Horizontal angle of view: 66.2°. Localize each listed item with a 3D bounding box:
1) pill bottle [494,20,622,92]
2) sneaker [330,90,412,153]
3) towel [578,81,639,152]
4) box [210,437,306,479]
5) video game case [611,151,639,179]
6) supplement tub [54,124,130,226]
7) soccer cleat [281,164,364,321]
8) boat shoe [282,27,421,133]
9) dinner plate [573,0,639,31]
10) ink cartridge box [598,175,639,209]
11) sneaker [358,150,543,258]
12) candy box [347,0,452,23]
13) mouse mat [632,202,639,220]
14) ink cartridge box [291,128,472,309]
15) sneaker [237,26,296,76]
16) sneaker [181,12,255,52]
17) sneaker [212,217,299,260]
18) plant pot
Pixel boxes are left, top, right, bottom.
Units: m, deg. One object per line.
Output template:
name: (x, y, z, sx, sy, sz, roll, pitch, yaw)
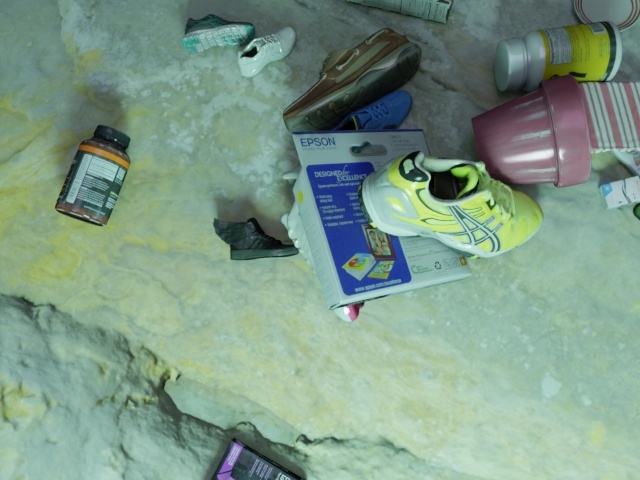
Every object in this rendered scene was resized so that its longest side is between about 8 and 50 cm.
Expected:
pill bottle: (0.464, -0.360, 0.977, 0.208, 0.119, 0.119, -6, 78, 4)
sneaker: (0.104, -0.244, 1.003, 0.209, 0.082, 0.069, -34, 82, -4)
towel: (0.581, -0.239, 0.956, 0.196, 0.029, 0.144, -4, 78, -10)
box: (-0.121, 0.459, 0.905, 0.162, 0.029, 0.116, 26, 82, 8)
video game case: (0.653, -0.215, 0.981, 0.157, 0.019, 0.143, -35, 77, -2)
supplement tub: (-0.463, -0.136, 1.021, 0.105, 0.106, 0.198, 15, 79, 8)
soccer cleat: (0.000, 0.000, 0.957, 0.143, 0.116, 0.332, -11, 72, 12)
boat shoe: (0.053, -0.328, 1.015, 0.324, 0.123, 0.116, -33, 74, -12)
dinner plate: (0.610, -0.501, 1.046, 0.141, 0.017, 0.141, -1, 79, 5)
ink cartridge box: (0.590, -0.093, 0.947, 0.083, 0.028, 0.048, -15, 78, 15)
sneaker: (0.261, -0.060, 0.858, 0.384, 0.147, 0.145, 5, 69, -26)
candy box: (0.188, -0.585, 1.073, 0.233, 0.071, 0.159, 17, 80, 8)
mouse mat: (0.722, -0.036, 0.945, 0.152, 0.007, 0.190, -40, 79, -4)
ink cartridge box: (0.107, -0.052, 0.900, 0.303, 0.072, 0.308, -8, 72, -30)
sneaker: (-0.116, -0.419, 1.071, 0.152, 0.061, 0.054, -38, 76, -5)
sneaker: (-0.228, -0.475, 1.093, 0.166, 0.065, 0.076, -5, 74, 2)
sneaker: (-0.130, -0.007, 0.991, 0.170, 0.051, 0.089, -5, 82, 7)
plant pot: (0.386, -0.187, 0.921, 0.180, 0.201, 0.202, -10, 77, 19)
